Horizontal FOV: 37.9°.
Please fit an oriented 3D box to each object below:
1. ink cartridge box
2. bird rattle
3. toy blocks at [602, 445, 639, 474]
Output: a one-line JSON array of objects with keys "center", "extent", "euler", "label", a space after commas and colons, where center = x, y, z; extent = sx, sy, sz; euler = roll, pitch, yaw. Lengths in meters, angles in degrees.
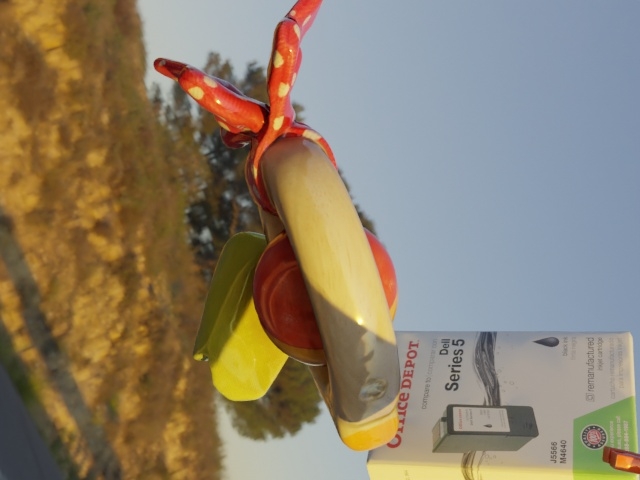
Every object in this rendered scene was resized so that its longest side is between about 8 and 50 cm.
[{"center": [0.202, 0.205, 1.021], "extent": [0.198, 0.273, 0.114], "euler": [-73, 155, -47], "label": "ink cartridge box"}, {"center": [0.000, 0.000, 0.530], "extent": [0.207, 0.143, 0.253], "euler": [-120, -157, -43], "label": "bird rattle"}, {"center": [0.261, 0.204, 0.738], "extent": [0.123, 0.148, 0.054], "euler": [-89, -170, -56], "label": "toy blocks"}]
